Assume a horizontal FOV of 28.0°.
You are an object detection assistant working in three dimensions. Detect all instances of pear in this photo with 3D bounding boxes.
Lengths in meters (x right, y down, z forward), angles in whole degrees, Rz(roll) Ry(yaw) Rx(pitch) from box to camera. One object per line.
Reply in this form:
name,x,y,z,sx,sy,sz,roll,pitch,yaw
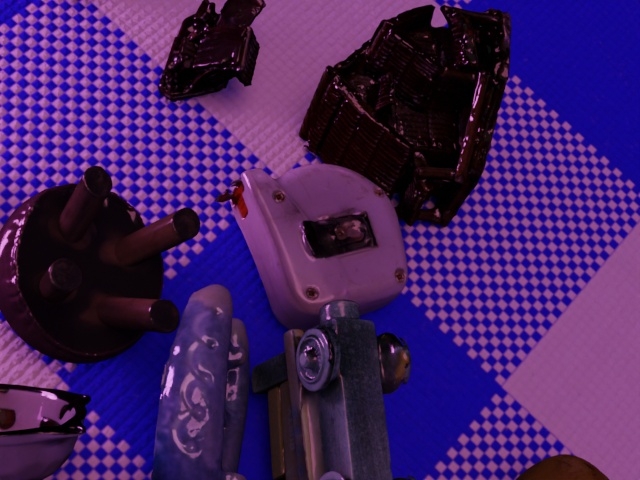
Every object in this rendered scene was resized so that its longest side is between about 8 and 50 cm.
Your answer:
pear,0.368,0.423,1.944,0.200,0.200,0.200,7,65,-15

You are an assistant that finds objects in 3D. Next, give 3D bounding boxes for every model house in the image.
model house,0.132,-0.221,2.099,0.282,0.317,0.297,11,51,-17
model house,-0.169,-0.335,2.116,0.141,0.164,0.203,16,61,-16

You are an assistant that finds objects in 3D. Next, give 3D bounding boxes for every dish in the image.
dish,-0.452,0.277,1.725,0.303,0.303,0.120,3,97,-16

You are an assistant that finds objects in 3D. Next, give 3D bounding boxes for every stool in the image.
stool,-0.318,0.034,1.857,0.272,0.178,0.272,13,69,-35

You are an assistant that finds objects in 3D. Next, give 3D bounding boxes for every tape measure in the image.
tape measure,0.000,0.000,2.042,0.265,0.130,0.258,-15,70,-23

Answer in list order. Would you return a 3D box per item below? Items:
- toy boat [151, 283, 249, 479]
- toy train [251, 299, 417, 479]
toy boat,-0.145,0.238,1.834,0.123,0.215,0.330,6,61,10
toy train,0.015,0.293,1.841,0.160,0.253,0.397,7,66,-32
